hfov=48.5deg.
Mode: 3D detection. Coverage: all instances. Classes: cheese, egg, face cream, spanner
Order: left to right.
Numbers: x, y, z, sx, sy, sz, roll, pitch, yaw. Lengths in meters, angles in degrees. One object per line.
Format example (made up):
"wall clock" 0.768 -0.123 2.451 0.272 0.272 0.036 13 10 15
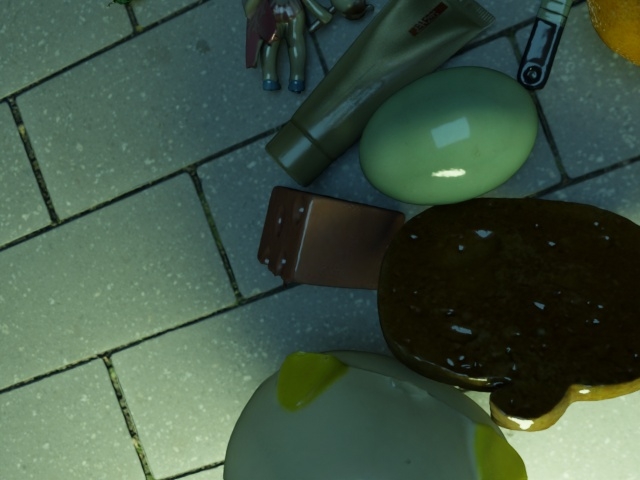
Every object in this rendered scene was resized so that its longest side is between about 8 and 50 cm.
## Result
"cheese" 0.025 0.006 0.984 0.177 0.203 0.128 11 93 -18
"face cream" 0.068 -0.221 0.975 0.341 0.084 0.137 -45 73 6
"egg" 0.160 -0.130 0.906 0.231 0.168 0.167 -19 89 18
"spanner" 0.317 -0.353 0.928 0.087 0.024 0.315 19 100 14

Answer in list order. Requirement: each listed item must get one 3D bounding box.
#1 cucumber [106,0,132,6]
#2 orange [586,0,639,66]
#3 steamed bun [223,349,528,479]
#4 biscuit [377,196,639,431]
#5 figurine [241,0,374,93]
"cucumber" -0.256 -0.405 1.057 0.039 0.039 0.168 44 100 7
"orange" 0.419 -0.312 0.830 0.224 0.170 0.223 -1 96 -7
"steamed bun" 0.062 0.308 0.888 0.374 0.334 0.333 20 98 10
"biscuit" 0.253 0.083 0.872 0.368 0.063 0.314 4 58 8
"figurine" -0.033 -0.334 0.975 0.206 0.103 0.259 5 105 15
